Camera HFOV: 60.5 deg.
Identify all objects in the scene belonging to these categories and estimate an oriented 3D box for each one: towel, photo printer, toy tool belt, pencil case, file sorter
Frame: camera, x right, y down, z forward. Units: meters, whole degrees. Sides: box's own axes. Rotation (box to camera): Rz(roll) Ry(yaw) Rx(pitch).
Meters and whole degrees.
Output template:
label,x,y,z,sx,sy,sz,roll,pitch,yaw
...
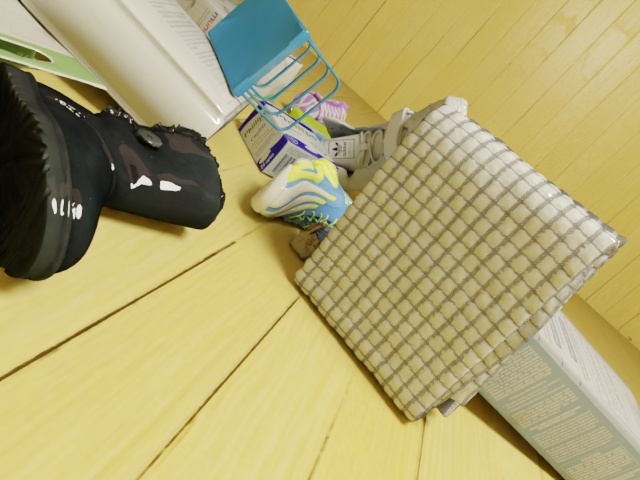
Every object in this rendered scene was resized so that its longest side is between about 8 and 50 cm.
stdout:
label,x,y,z,sx,sy,sz,roll,pitch,yaw
towel,0.141,0.029,0.611,0.235,0.283,0.121,47,24,22
photo printer,-0.233,-0.265,0.719,0.307,0.107,0.256,47,16,-15
toy tool belt,0.000,0.000,0.751,0.052,0.051,0.083,50,21,21
pencil case,0.000,-0.325,1.371,0.086,0.088,0.206,47,19,8
file sorter,-0.064,-0.252,0.756,0.104,0.118,0.170,41,18,-47

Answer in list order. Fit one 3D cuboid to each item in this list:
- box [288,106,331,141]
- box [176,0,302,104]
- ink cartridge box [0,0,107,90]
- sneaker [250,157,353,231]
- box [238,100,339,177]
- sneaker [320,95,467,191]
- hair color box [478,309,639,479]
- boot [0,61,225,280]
label,x,y,z,sx,sy,sz,roll,pitch,yaw
box,-0.008,-0.216,1.197,0.109,0.042,0.178,28,24,-32
box,-0.199,-0.427,1.153,0.231,0.127,0.262,49,21,17
ink cartridge box,-0.339,-0.205,0.512,0.235,0.056,0.171,45,19,19
sneaker,-0.005,-0.052,0.797,0.126,0.091,0.240,51,27,1
box,-0.055,-0.158,0.945,0.126,0.072,0.137,23,26,-43
sneaker,0.107,-0.156,0.961,0.210,0.137,0.366,8,-9,-7
hair color box,0.313,0.181,0.775,0.374,0.113,0.185,46,27,-13
boot,-0.166,-0.049,0.477,0.207,0.094,0.246,16,26,-44
